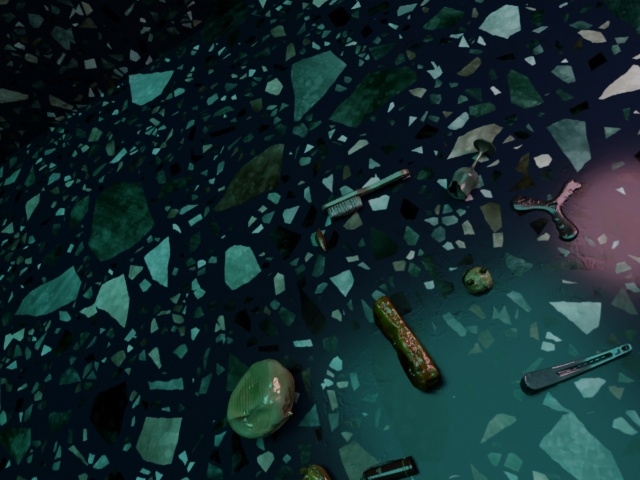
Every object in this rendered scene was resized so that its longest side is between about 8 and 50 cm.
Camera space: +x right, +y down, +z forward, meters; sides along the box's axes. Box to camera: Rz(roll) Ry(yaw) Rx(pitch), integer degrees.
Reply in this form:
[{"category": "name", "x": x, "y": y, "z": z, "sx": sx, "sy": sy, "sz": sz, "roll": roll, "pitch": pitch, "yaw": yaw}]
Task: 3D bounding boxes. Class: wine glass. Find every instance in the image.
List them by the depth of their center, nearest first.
[{"category": "wine glass", "x": 0.481, "y": -0.226, "z": 1.415, "sx": 0.079, "sy": 0.079, "sz": 0.195, "roll": 25, "pitch": 77, "yaw": 31}]

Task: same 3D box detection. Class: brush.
[{"category": "brush", "x": 0.161, "y": -0.155, "z": 1.532, "sx": 0.327, "sy": 0.070, "sz": 0.065, "roll": -24, "pitch": 77, "yaw": 9}]

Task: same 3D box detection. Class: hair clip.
[{"category": "hair clip", "x": 0.637, "y": 0.314, "z": 1.103, "sx": 0.275, "sy": 0.083, "sz": 0.048, "roll": -23, "pitch": 53, "yaw": 3}]

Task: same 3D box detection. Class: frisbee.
[{"category": "frisbee", "x": 0.696, "y": -0.116, "z": 1.309, "sx": 0.211, "sy": 0.012, "sz": 0.187, "roll": 37, "pitch": 83, "yaw": 33}]

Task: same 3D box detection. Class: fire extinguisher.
[{"category": "fire extinguisher", "x": 0.172, "y": 0.613, "z": 1.162, "sx": 0.158, "sy": 0.043, "sz": 0.064, "roll": -22, "pitch": 29, "yaw": 12}]

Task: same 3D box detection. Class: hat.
[{"category": "hat", "x": 0.455, "y": 0.111, "z": 1.276, "sx": 0.077, "sy": 0.059, "sz": 0.076, "roll": -23, "pitch": 64, "yaw": 6}]

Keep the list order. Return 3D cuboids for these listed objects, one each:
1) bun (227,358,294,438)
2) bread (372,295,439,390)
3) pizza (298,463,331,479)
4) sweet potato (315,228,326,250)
[{"category": "bun", "x": -0.167, "y": 0.480, "z": 1.320, "sx": 0.229, "sy": 0.145, "sz": 0.229, "roll": -39, "pitch": 26, "yaw": 23}, {"category": "bread", "x": 0.231, "y": 0.286, "z": 1.240, "sx": 0.077, "sy": 0.139, "sz": 0.271, "roll": -29, "pitch": 59, "yaw": -3}, {"category": "pizza", "x": -0.052, "y": 0.737, "z": 1.182, "sx": 0.288, "sy": 0.074, "sz": 0.251, "roll": -4, "pitch": 62, "yaw": 19}, {"category": "sweet potato", "x": 0.000, "y": 0.000, "z": 1.537, "sx": 0.034, "sy": 0.034, "sz": 0.095, "roll": -24, "pitch": 55, "yaw": 11}]
